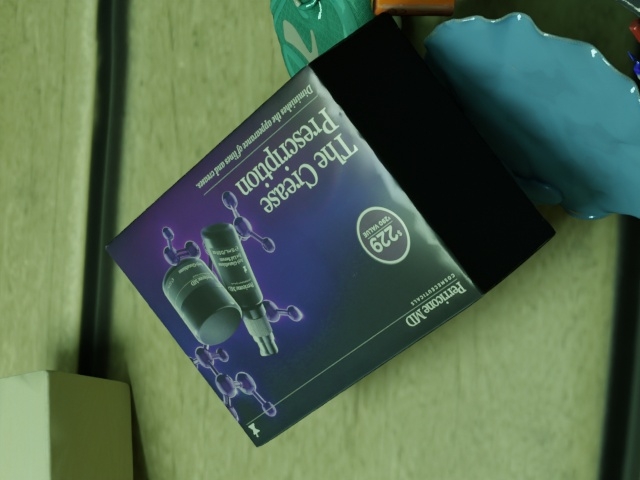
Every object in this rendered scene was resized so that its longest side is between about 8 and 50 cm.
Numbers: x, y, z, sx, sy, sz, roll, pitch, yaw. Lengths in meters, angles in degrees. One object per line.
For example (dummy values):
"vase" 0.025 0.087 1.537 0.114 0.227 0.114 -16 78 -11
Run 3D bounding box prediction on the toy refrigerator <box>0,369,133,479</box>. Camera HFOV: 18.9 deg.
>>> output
"toy refrigerator" -0.208 0.243 1.475 0.094 0.102 0.269 -12 74 32

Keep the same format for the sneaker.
"sneaker" -0.020 -0.221 1.349 0.107 0.110 0.275 -13 88 32

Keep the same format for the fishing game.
"fishing game" 0.150 -0.082 1.237 0.264 0.041 0.189 -2 135 52

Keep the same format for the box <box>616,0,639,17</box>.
"box" 0.300 -0.245 1.105 0.296 0.183 0.294 39 114 21

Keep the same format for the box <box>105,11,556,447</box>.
"box" 0.000 0.000 1.292 0.184 0.103 0.261 51 135 -1

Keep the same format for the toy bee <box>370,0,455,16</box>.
"toy bee" 0.072 -0.303 1.275 0.195 0.162 0.298 21 103 -8
